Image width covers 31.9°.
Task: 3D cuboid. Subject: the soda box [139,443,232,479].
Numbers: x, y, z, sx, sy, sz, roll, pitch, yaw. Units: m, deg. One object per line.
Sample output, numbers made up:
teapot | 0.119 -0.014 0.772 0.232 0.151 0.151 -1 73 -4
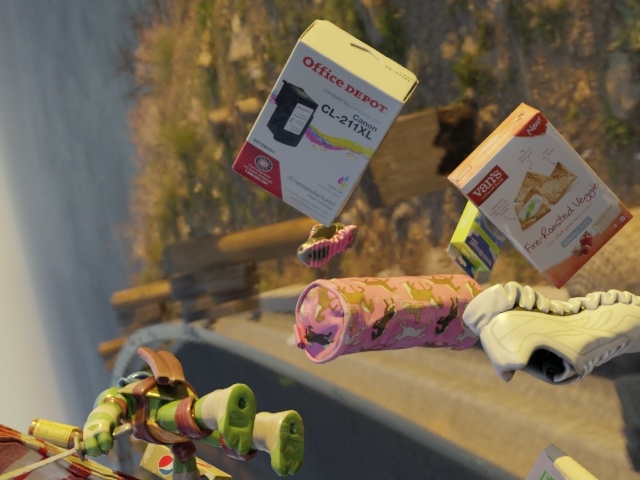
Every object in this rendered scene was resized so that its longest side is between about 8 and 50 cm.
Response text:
soda box | -0.266 0.455 2.208 0.181 0.061 0.058 21 88 33

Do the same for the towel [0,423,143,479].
towel | -0.335 0.347 1.289 0.329 0.237 0.037 37 -174 -46

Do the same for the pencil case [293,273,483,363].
pencil case | 0.134 0.144 2.116 0.160 0.386 0.167 35 116 45

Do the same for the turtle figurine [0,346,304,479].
turtle figurine | -0.169 0.248 1.226 0.266 0.274 0.197 -10 116 36

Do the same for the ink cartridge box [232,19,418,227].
ink cartridge box | 0.003 -0.123 1.181 0.175 0.127 0.072 -59 -1 33

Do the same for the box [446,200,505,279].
box | 0.333 -0.021 2.303 0.042 0.178 0.109 -2 144 47

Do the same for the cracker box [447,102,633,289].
cracker box | 0.320 -0.063 1.622 0.232 0.155 0.067 43 -175 -20

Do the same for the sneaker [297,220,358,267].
sneaker | 0.000 0.000 1.628 0.057 0.119 0.047 33 126 28

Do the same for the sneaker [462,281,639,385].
sneaker | 0.322 0.130 1.418 0.110 0.292 0.118 118 146 -43

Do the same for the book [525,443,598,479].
book | 0.295 0.330 1.398 0.096 0.035 0.144 43 141 27

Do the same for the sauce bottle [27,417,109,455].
sauce bottle | -0.393 0.312 1.755 0.042 0.128 0.042 14 -90 -89
